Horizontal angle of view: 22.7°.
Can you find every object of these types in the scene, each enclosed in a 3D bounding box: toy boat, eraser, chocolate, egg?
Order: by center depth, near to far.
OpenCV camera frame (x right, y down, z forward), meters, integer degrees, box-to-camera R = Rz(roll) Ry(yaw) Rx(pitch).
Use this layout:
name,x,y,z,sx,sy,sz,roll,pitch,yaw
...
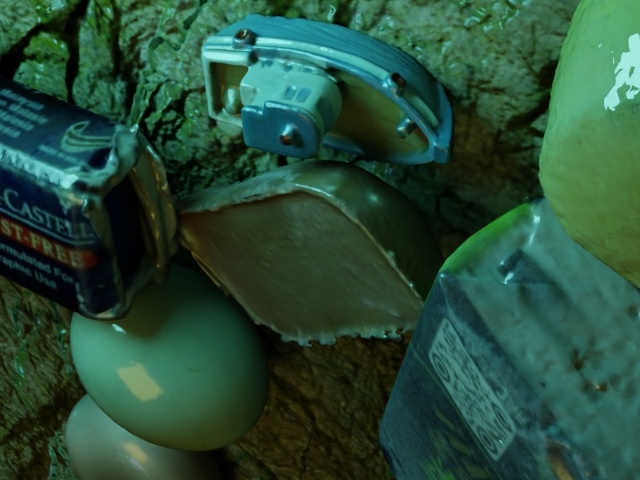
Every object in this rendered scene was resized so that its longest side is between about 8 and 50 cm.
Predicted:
name,x,y,z,sx,sy,sz,roll,pitch,yaw
toy boat,-0.004,-0.092,1.150,0.215,0.102,0.088,16,139,19
chocolate,0.000,-0.001,1.247,0.161,0.083,0.261,52,150,-20
eraser,-0.273,-0.060,1.319,0.332,0.101,0.155,22,136,28
egg,-0.129,0.101,1.385,0.192,0.149,0.149,40,140,-19

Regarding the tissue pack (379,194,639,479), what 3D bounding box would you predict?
name,x,y,z,sx,sy,sz,roll,pitch,yaw
tissue pack,0.173,0.169,1.120,0.288,0.124,0.394,53,164,16

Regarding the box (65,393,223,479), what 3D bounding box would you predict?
name,x,y,z,sx,sy,sz,roll,pitch,yaw
box,-0.172,0.229,1.588,0.146,0.088,0.200,4,133,32

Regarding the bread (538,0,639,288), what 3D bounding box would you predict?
name,x,y,z,sx,sy,sz,roll,pitch,yaw
bread,0.290,-0.074,0.884,0.320,0.237,0.320,26,154,14
